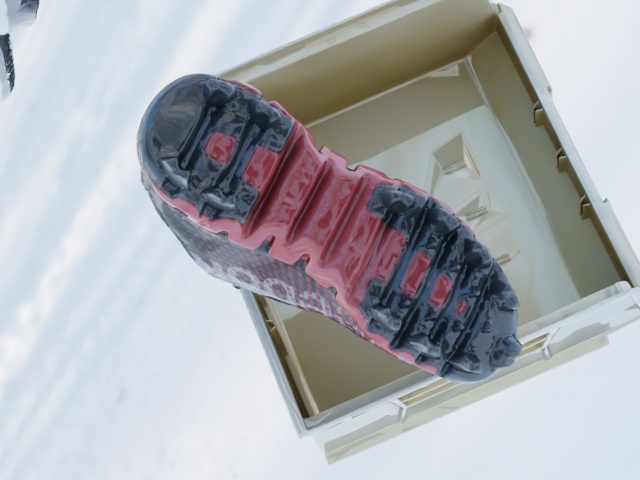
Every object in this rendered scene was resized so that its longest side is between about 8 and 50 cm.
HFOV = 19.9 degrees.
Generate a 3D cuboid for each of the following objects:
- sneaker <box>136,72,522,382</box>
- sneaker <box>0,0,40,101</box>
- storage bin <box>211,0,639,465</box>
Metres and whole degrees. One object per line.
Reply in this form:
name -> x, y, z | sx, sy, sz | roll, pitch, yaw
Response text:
sneaker -> 0.000, -0.001, 1.142 | 0.098, 0.276, 0.135 | -60, 10, -17
sneaker -> -0.260, -0.096, 0.715 | 0.257, 0.169, 0.447 | -27, -7, -12
storage bin -> 0.063, -0.018, 1.273 | 0.123, 0.260, 0.262 | 69, 177, -69
